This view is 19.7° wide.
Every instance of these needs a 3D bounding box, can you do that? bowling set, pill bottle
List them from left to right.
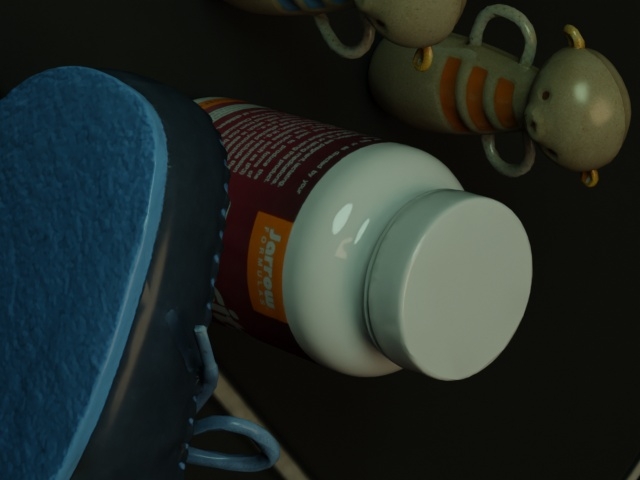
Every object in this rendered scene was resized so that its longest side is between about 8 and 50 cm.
[{"bbox_3d":[0.000,0.000,0.675,0.086,0.152,0.086,-14,111,-39],"label":"pill bottle"},{"bbox_3d":[0.021,-0.135,0.652,0.200,0.154,0.287,-23,117,-36],"label":"bowling set"}]

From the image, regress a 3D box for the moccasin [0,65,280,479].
[{"bbox_3d":[-0.106,0.101,0.646,0.117,0.138,0.342,6,113,-48],"label":"moccasin"}]
